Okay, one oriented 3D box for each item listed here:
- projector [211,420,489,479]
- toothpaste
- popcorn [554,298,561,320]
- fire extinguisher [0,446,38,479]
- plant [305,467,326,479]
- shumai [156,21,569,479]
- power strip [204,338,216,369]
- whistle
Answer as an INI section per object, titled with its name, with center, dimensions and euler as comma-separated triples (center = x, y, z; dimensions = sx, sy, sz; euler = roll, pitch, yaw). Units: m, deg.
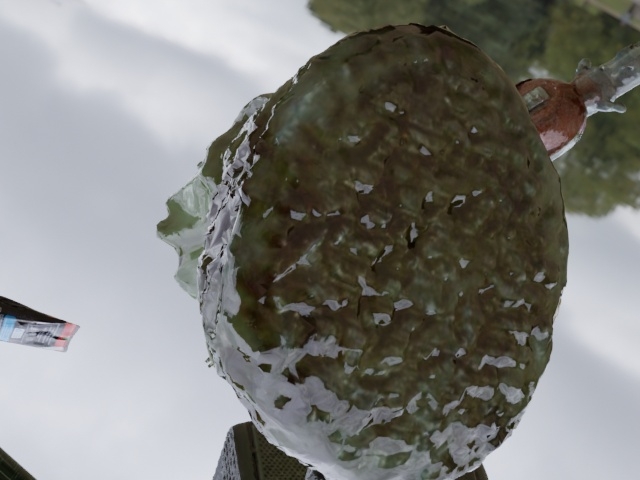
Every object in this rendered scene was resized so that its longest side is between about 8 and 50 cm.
[projector]
center = 0.022, 0.491, 2.024
dimensions = 0.405, 0.395, 0.242
euler = 8, -144, -16
[toothpaste]
center = -0.325, 0.069, 1.241
dimensions = 0.193, 0.071, 0.045
euler = 15, -120, -14
[popcorn]
center = 0.133, 0.031, 1.856
dimensions = 0.390, 0.354, 0.344
euler = 67, 170, -17
[fire extinguisher]
center = -0.421, 0.311, 1.669
dimensions = 0.311, 0.114, 0.095
euler = 45, -132, -10
[plant]
center = 0.046, 0.328, 1.618
dimensions = 0.274, 0.146, 0.149
euler = -75, -32, -43
[shumai]
center = 0.000, 0.000, 1.200
dimensions = 0.395, 0.395, 0.348
euler = 18, 177, -38
[power strip]
center = -0.135, 0.162, 2.282
dimensions = 0.028, 0.169, 0.076
euler = 32, -153, -48
[whistle]
center = 0.410, -0.227, 2.157
dimensions = 0.134, 0.346, 0.142
euler = 58, -178, -29
